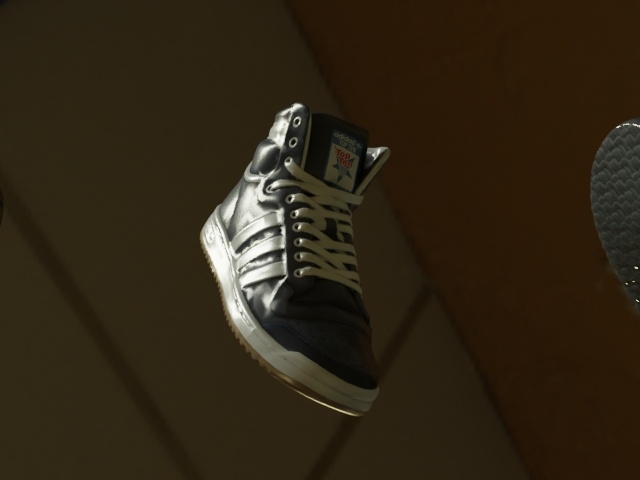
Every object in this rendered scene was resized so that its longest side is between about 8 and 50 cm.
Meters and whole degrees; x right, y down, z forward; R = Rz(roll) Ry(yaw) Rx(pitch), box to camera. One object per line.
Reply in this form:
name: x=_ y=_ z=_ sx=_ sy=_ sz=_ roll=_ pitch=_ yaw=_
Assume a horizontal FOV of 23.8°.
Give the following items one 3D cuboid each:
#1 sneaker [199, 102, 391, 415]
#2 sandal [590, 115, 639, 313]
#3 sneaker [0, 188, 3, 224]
sneaker: x=0.000 y=0.000 z=1.128 sx=0.099 sy=0.282 sz=0.153 roll=26 pitch=-74 yaw=-30
sandal: x=0.214 y=0.041 z=0.786 sx=0.054 sy=0.097 sz=0.254 roll=-34 pitch=-72 yaw=-16
sneaker: x=-0.350 y=0.073 z=1.269 sx=0.140 sy=0.125 sz=0.341 roll=105 pitch=175 yaw=-48
